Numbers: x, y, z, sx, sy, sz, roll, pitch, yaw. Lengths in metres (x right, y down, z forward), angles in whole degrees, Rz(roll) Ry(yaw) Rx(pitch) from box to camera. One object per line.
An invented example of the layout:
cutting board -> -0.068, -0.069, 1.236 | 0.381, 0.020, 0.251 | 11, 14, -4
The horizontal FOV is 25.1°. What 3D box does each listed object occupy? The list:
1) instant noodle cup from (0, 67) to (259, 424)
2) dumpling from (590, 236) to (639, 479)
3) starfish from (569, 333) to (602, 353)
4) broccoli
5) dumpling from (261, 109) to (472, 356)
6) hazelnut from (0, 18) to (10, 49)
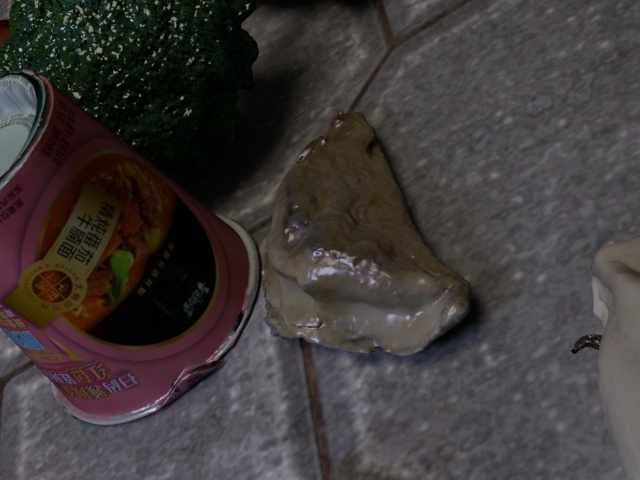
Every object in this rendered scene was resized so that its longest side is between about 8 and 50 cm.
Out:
instant noodle cup -> -0.215, -0.001, 1.219 | 0.244, 0.255, 0.244 | -23, 42, 23
dumpling -> 0.285, 0.088, 0.744 | 0.260, 0.181, 0.341 | -19, 15, 4
starfish -> 0.224, 0.069, 0.914 | 0.133, 0.041, 0.130 | -18, 33, 39
broccoli -> -0.178, -0.167, 1.375 | 0.294, 0.245, 0.265 | -44, 79, 2
dumpling -> 0.001, -0.004, 1.168 | 0.166, 0.086, 0.332 | -35, 32, 5
hazelnut -> -0.328, -0.154, 1.565 | 0.204, 0.178, 0.178 | -27, 24, -35
